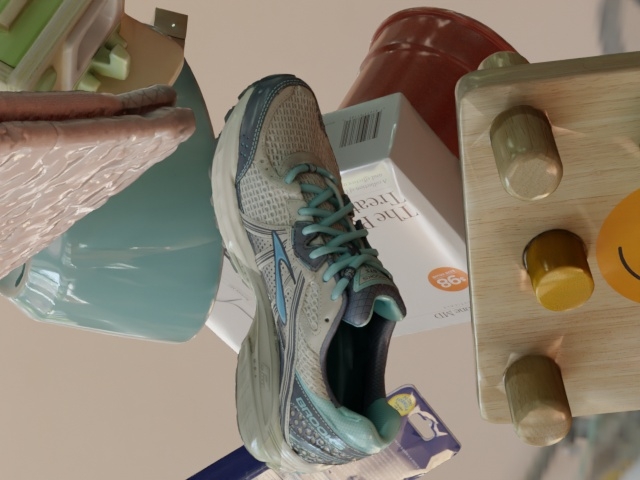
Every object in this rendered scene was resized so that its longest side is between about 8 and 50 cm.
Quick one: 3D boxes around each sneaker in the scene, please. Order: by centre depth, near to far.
[{"bbox_3d":[0.007,0.020,1.311,0.122,0.110,0.283,-8,90,48],"label":"sneaker"}]

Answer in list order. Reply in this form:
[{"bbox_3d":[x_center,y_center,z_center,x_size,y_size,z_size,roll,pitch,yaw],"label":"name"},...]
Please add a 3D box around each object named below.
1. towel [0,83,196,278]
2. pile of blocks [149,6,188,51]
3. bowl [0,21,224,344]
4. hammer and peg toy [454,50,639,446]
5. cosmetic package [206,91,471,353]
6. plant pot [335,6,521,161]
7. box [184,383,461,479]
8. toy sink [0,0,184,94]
[{"bbox_3d":[-0.275,-0.002,1.279,0.053,0.332,0.317,58,-158,8],"label":"towel"},{"bbox_3d":[-0.259,-0.112,2.304,0.149,0.113,0.362,-165,89,-77],"label":"pile of blocks"},{"bbox_3d":[-0.228,-0.043,1.759,0.311,0.163,0.311,28,123,57],"label":"bowl"},{"bbox_3d":[0.268,-0.002,1.145,0.127,0.361,0.266,-95,-1,-56],"label":"hammer and peg toy"},{"bbox_3d":[0.000,0.000,2.057,0.377,0.284,0.097,-14,49,33],"label":"cosmetic package"},{"bbox_3d":[0.119,-0.123,2.490,0.265,0.272,0.272,-52,-11,-35],"label":"plant pot"},{"bbox_3d":[-0.002,0.193,1.575,0.136,0.225,0.036,52,-170,-50],"label":"box"},{"bbox_3d":[-0.238,-0.173,1.499,0.153,0.234,0.131,-58,-4,-21],"label":"toy sink"}]
